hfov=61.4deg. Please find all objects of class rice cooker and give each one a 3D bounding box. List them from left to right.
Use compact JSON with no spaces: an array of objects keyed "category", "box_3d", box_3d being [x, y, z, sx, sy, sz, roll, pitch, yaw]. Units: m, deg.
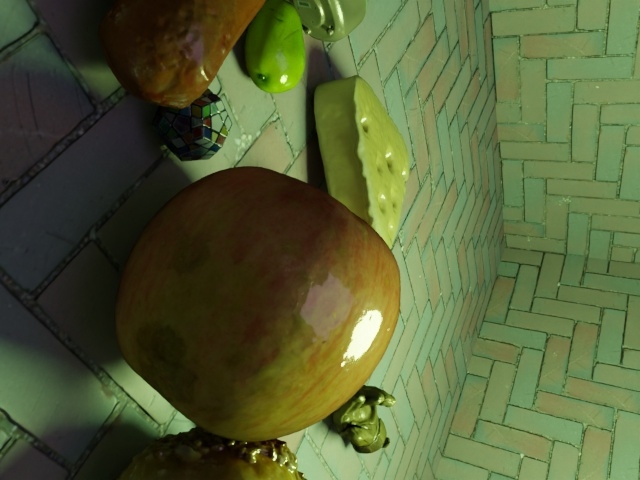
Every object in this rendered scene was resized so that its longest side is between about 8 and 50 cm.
[{"category":"rice cooker","box_3d":[0.003,-0.460,0.973,0.127,0.145,0.206,-59,142,-18]}]

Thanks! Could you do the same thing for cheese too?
[{"category":"cheese","box_3d":[0.103,-0.133,1.204,0.384,0.104,0.383,-7,90,-66]}]

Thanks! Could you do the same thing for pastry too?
[{"category":"pastry","box_3d":[-0.149,0.362,0.775,0.315,0.285,0.184,48,37,-47]}]

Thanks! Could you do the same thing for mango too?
[{"category":"mango","box_3d":[-0.080,-0.332,0.920,0.117,0.089,0.163,1,84,-53]}]

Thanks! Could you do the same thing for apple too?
[{"category":"apple","box_3d":[-0.084,0.090,0.730,0.364,0.364,0.363,-23,117,-57]}]

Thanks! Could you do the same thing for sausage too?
[{"category":"sausage","box_3d":[-0.170,-0.287,0.684,0.141,0.153,0.268,34,60,-21]}]

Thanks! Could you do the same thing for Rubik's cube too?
[{"category":"Rubik's cube","box_3d":[-0.181,-0.166,0.761,0.111,0.093,0.111,-27,122,-56]}]

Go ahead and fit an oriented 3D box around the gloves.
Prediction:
[{"category":"gloves","box_3d":[0.106,0.449,1.390,0.154,0.141,0.331,-38,145,-18]}]
